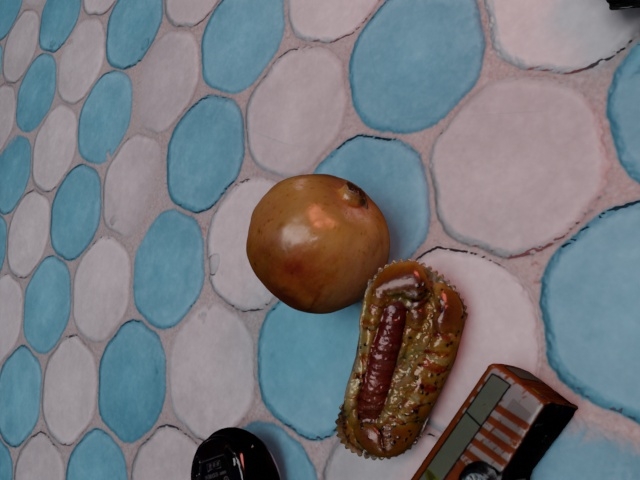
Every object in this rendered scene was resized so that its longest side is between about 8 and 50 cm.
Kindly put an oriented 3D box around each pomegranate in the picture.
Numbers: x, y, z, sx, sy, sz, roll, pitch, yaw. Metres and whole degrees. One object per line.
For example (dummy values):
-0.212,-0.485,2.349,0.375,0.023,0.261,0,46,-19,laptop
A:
-0.002,0.001,0.746,0.191,0.191,0.191,-9,75,36,pomegranate

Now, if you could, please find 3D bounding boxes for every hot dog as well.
0.095,0.149,0.693,0.131,0.069,0.253,18,95,10,hot dog

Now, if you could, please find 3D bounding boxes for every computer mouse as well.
-0.110,0.387,0.803,0.137,0.096,0.233,-23,63,27,computer mouse

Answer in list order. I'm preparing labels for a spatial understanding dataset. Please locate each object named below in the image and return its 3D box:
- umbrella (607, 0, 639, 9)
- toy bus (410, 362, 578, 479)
0.381,-0.245,0.537,0.154,0.128,0.337,-39,63,23,umbrella
0.131,0.324,0.631,0.092,0.093,0.409,41,106,44,toy bus
